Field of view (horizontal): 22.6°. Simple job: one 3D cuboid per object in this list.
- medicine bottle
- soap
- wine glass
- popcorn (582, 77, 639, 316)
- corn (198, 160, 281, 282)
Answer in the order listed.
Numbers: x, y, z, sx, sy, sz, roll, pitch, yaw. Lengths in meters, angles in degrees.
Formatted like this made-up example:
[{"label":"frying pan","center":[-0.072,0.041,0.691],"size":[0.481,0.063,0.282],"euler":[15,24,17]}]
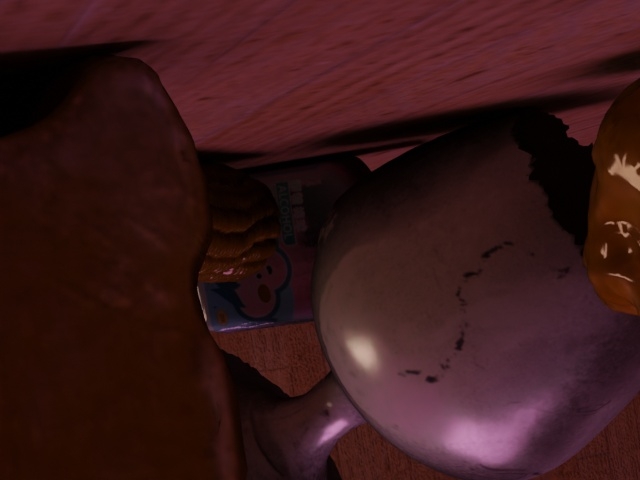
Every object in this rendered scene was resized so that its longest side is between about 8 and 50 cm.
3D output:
[{"label":"medicine bottle","center":[0.000,0.000,1.202],"size":[0.188,0.119,0.094],"euler":[-9,180,11]},{"label":"soap","center":[-0.158,0.110,0.585],"size":[0.169,0.305,0.338],"euler":[-4,177,-31]},{"label":"wine glass","center":[0.069,0.074,1.049],"size":[0.323,0.238,0.238],"euler":[-37,166,27]},{"label":"popcorn","center":[0.241,-0.010,0.766],"size":[0.191,0.190,0.253],"euler":[-16,178,-17]},{"label":"corn","center":[-0.086,-0.012,0.975],"size":[0.080,0.080,0.231],"euler":[-9,177,17]}]
